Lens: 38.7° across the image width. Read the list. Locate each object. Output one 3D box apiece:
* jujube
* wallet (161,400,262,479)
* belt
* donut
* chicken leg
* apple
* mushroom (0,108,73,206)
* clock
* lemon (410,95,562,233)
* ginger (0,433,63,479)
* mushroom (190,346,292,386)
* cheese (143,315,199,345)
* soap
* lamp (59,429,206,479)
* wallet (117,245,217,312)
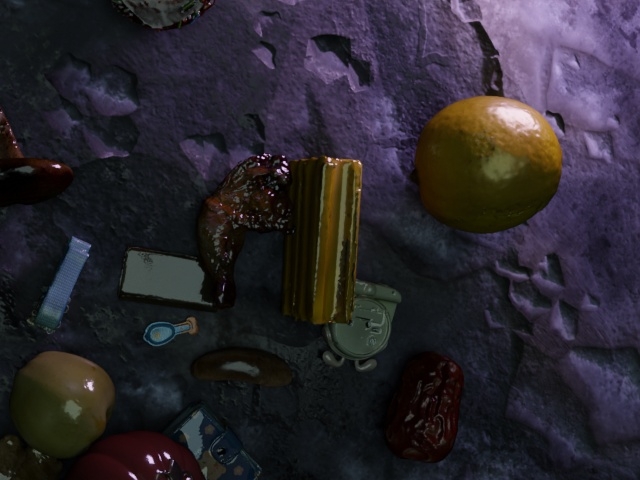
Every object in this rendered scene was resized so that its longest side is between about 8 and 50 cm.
[{"bbox_3d":[0.221,0.351,1.908,0.155,0.155,0.230,23,76,-17],"label":"jujube"},{"bbox_3d":[-0.223,0.432,1.815,0.141,0.059,0.202,-43,103,-13],"label":"wallet"},{"bbox_3d":[-0.487,0.083,1.718,0.065,0.100,0.179,27,70,-16],"label":"belt"},{"bbox_3d":[-0.308,-0.510,1.728,0.235,0.089,0.235,-1,94,-18],"label":"donut"},{"bbox_3d":[-0.152,-0.027,1.785,0.177,0.083,0.322,37,79,13],"label":"chicken leg"},{"bbox_3d":[-0.469,0.300,1.669,0.199,0.200,0.200,-1,93,-17],"label":"apple"},{"bbox_3d":[-0.573,-0.174,1.656,0.226,0.148,0.218,-6,78,-22],"label":"mushroom"},{"bbox_3d":[0.080,0.177,1.895,0.151,0.062,0.191,12,90,-17],"label":"clock"},{"bbox_3d":[0.339,-0.153,1.849,0.296,0.297,0.297,-1,93,-17],"label":"lemon"},{"bbox_3d":[-0.551,0.480,1.688,0.270,0.123,0.219,38,83,-26],"label":"ginger"},{"bbox_3d":[-0.151,0.253,1.816,0.209,0.094,0.072,8,93,-13],"label":"mushroom"},{"bbox_3d":[-0.296,0.179,1.802,0.111,0.017,0.047,-12,99,-16],"label":"cheese"},{"bbox_3d":[0.000,0.001,1.790,0.096,0.204,0.325,2,93,-21],"label":"soap"},{"bbox_3d":[-0.336,0.496,1.644,0.303,0.256,0.303,6,82,-52],"label":"lamp"},{"bbox_3d":[-0.292,0.077,1.791,0.198,0.031,0.110,10,89,-18],"label":"wallet"}]
